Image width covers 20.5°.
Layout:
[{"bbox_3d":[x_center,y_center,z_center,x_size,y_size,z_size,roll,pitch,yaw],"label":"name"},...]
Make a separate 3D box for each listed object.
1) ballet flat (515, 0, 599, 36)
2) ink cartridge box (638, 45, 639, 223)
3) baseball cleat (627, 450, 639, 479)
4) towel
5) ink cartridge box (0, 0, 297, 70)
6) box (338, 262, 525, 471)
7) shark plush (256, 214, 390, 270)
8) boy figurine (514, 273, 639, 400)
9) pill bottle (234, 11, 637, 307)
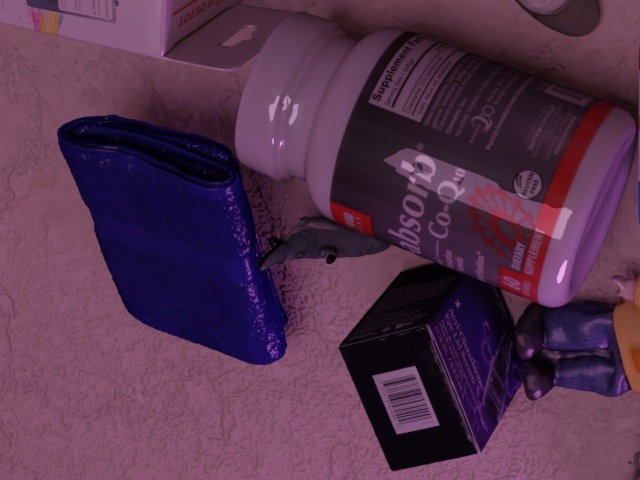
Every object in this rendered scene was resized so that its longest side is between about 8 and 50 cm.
[{"bbox_3d":[0.191,-0.279,1.734,0.072,0.068,0.213,-36,95,31],"label":"ballet flat"},{"bbox_3d":[0.380,-0.130,1.712,0.134,0.078,0.231,4,113,21],"label":"ink cartridge box"},{"bbox_3d":[0.370,0.295,1.908,0.109,0.072,0.206,11,131,-3],"label":"baseball cleat"},{"bbox_3d":[-0.150,-0.004,1.939,0.227,0.076,0.308,19,144,27],"label":"towel"},{"bbox_3d":[-0.209,-0.289,1.821,0.353,0.207,0.119,14,118,16],"label":"ink cartridge box"},{"bbox_3d":[0.124,0.123,1.858,0.108,0.207,0.153,-16,106,28],"label":"box"},{"bbox_3d":[0.000,0.000,1.895,0.067,0.161,0.073,40,117,34],"label":"shark plush"},{"bbox_3d":[0.352,0.120,1.828,0.285,0.092,0.177,-1,109,27],"label":"boy figurine"},{"bbox_3d":[0.113,-0.090,1.766,0.363,0.210,0.210,22,119,16],"label":"pill bottle"}]
